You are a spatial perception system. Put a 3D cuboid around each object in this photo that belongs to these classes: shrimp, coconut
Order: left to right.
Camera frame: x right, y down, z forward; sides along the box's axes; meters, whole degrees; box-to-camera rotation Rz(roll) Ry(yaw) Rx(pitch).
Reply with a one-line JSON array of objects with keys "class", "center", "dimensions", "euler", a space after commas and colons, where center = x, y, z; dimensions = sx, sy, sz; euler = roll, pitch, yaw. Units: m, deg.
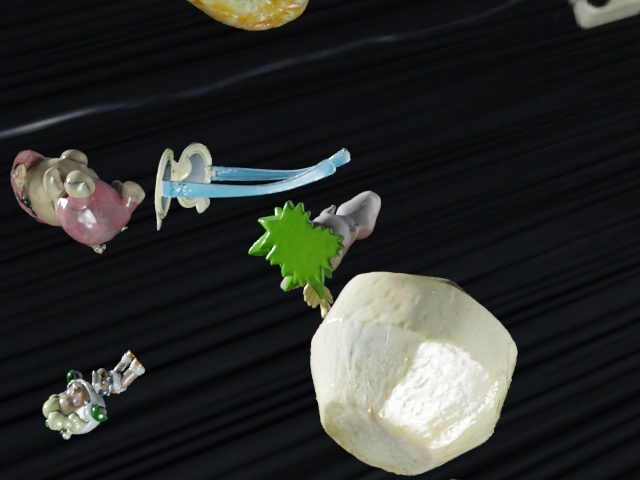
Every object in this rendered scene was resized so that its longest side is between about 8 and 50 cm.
[{"class": "shrimp", "center": [-0.131, -0.375, 1.463], "dimensions": [0.154, 0.294, 0.062], "euler": [-28, 70, 38]}, {"class": "coconut", "center": [0.116, 0.154, 1.266], "dimensions": [0.259, 0.259, 0.259], "euler": [162, 90, -73]}]

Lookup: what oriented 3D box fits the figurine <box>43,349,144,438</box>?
[{"class": "figurine", "center": [-0.413, 0.275, 1.804], "dimensions": [0.147, 0.197, 0.093], "euler": [39, 175, 45]}]

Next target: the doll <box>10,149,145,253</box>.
[{"class": "doll", "center": [-0.464, -0.088, 1.848], "dimensions": [0.256, 0.152, 0.196], "euler": [16, 151, 41]}]

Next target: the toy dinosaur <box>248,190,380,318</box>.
[{"class": "toy dinosaur", "center": [-0.006, -0.002, 1.476], "dimensions": [0.152, 0.194, 0.177], "euler": [30, -172, 21]}]

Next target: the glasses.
[{"class": "glasses", "center": [-0.085, -0.093, 1.170], "dimensions": [0.189, 0.221, 0.088], "euler": [-38, -70, -75]}]
